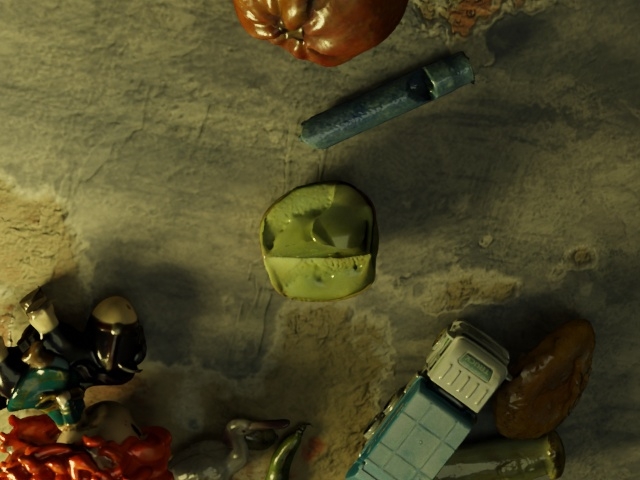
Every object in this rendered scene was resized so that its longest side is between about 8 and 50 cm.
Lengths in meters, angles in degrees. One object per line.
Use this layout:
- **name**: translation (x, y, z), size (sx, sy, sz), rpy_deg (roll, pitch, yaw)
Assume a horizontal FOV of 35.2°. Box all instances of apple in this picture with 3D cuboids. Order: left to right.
- **apple**: translation (0.000, 0.000, 1.658), size (0.188, 0.174, 0.207), rpy_deg (-3, 116, 6)

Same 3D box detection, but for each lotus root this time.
- **lotus root**: translation (-0.119, 0.355, 1.837), size (0.099, 0.049, 0.054), rpy_deg (17, 105, -25)

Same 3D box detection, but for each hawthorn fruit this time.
- **hawthorn fruit**: translation (0.009, -0.411, 1.450), size (0.277, 0.277, 0.298), rpy_deg (35, 72, -25)

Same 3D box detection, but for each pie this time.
- **pie**: translation (0.435, 0.265, 1.908), size (0.273, 0.069, 0.273), rpy_deg (-24, 133, -28)

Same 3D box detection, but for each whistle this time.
- **whistle**: translation (0.106, -0.224, 1.655), size (0.304, 0.062, 0.062), rpy_deg (-24, 116, -5)

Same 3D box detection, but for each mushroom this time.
- **mushroom**: translation (0.323, 0.441, 1.980), size (0.333, 0.087, 0.107), rpy_deg (-9, 109, -8)

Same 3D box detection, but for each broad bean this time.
- **broad bean**: translation (-0.068, 0.444, 1.894), size (0.069, 0.039, 0.227), rpy_deg (8, 109, -25)

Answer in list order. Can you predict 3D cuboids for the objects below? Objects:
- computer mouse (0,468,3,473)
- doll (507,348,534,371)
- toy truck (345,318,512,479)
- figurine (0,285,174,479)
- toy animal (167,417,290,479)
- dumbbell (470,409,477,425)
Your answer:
- **computer mouse**: translation (-0.507, 0.456, 1.760), size (0.113, 0.068, 0.229), rpy_deg (-44, 128, -9)
- **doll**: translation (0.393, 0.249, 1.937), size (0.093, 0.051, 0.061), rpy_deg (-27, 111, -5)
- **toy truck**: translation (0.194, 0.325, 1.827), size (0.146, 0.175, 0.367), rpy_deg (34, 98, 0)
- **figurine**: translation (-0.401, 0.275, 1.648), size (0.306, 0.241, 0.412), rpy_deg (-10, 98, -37)
- **toy animal**: translation (-0.192, 0.403, 1.802), size (0.195, 0.090, 0.324), rpy_deg (13, 123, -10)
- **dumbbell**: translation (0.290, 0.297, 1.931), size (0.052, 0.046, 0.118), rpy_deg (12, 109, -15)
